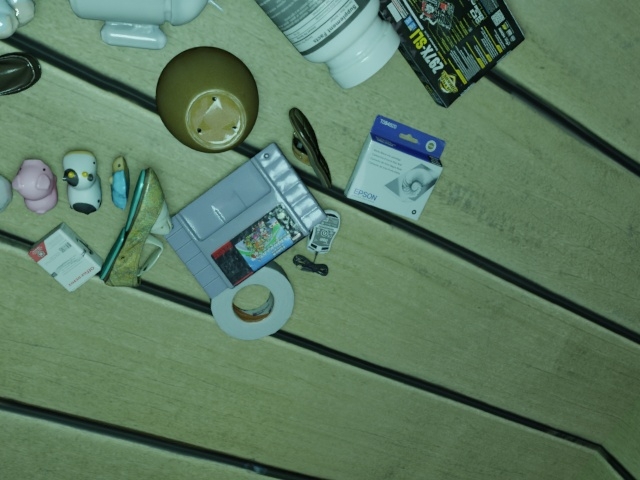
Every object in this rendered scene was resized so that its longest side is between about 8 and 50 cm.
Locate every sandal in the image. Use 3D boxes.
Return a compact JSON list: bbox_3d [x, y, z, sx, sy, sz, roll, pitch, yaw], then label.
[{"bbox_3d":[-0.034,-0.218,1.422,0.060,0.090,0.219,-16,125,16],"label":"sandal"}]

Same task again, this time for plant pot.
[{"bbox_3d":[-0.234,-0.282,1.236,0.237,0.254,0.237,-5,113,-12],"label":"plant pot"}]

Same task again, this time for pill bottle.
[{"bbox_3d":[-0.006,-0.513,1.223,0.210,0.210,0.363,-43,117,5],"label":"pill bottle"}]

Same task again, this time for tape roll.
[{"bbox_3d":[-0.182,0.152,1.532,0.219,0.072,0.219,-5,112,-13],"label":"tape roll"}]

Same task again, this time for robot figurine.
[{"bbox_3d":[-0.365,-0.529,1.124,0.353,0.200,0.300,0,119,-15],"label":"robot figurine"}]

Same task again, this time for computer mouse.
[{"bbox_3d":[0.000,0.000,1.535,0.106,0.042,0.193,15,113,-15],"label":"computer mouse"}]

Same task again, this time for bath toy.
[{"bbox_3d":[-0.605,-0.117,1.276,0.348,0.129,0.151,-6,114,-12],"label":"bath toy"}]

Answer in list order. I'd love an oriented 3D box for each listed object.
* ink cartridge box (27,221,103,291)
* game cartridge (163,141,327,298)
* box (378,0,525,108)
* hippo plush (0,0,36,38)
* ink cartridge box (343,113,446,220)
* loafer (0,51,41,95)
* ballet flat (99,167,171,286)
[{"bbox_3d":[-0.605,0.040,1.380,0.099,0.056,0.135,-36,116,3],"label":"ink cartridge box"},{"bbox_3d":[-0.186,-0.042,1.400,0.355,0.068,0.230,-35,92,8],"label":"game cartridge"},{"bbox_3d":[0.301,-0.522,1.376,0.257,0.079,0.322,-41,116,6],"label":"box"},{"bbox_3d":[-0.613,-0.535,1.030,0.294,0.234,0.236,47,116,12],"label":"hippo plush"},{"bbox_3d":[0.202,-0.185,1.507,0.223,0.045,0.224,16,107,-20],"label":"ink cartridge box"},{"bbox_3d":[-0.688,-0.326,1.192,0.220,0.078,0.080,-20,116,-6],"label":"loafer"},{"bbox_3d":[-0.412,-0.019,1.349,0.123,0.123,0.348,20,123,-21],"label":"ballet flat"}]
